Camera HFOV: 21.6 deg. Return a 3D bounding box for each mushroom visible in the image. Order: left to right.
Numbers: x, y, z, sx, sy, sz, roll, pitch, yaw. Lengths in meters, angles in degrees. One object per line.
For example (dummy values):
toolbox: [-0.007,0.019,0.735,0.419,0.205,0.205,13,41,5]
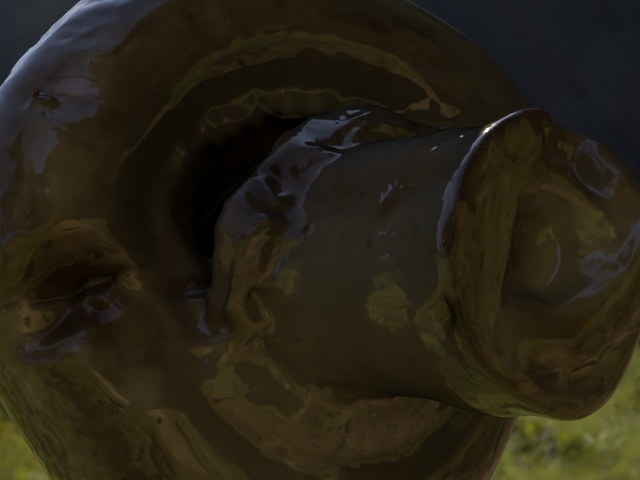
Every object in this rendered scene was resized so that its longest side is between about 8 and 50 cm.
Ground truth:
mushroom: [0.000,0.000,0.702,0.292,0.292,0.290,-42,10,-26]
